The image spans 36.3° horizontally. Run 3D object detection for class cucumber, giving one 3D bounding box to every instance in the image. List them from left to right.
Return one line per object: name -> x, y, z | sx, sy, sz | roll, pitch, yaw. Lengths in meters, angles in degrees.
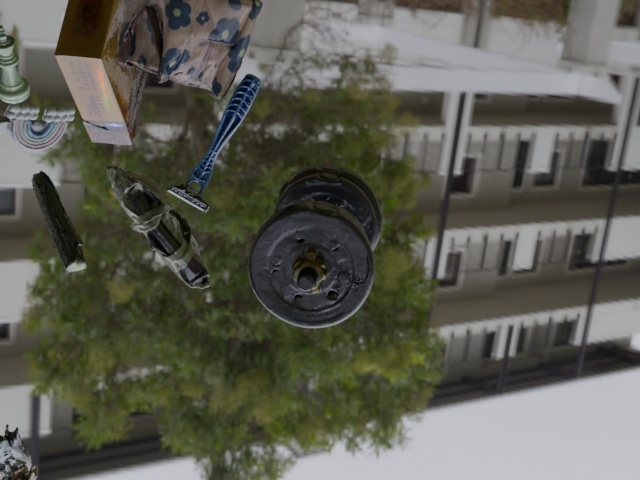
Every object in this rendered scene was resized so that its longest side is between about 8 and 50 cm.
cucumber -> -0.486, -0.044, 1.799 | 0.043, 0.044, 0.257 | -5, -133, -34

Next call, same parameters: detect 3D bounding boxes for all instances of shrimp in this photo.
shrimp -> -0.382, 0.338, 1.260 | 0.062, 0.317, 0.164 | -27, -115, -27

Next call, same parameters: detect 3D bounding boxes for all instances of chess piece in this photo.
chess piece -> -0.548, -0.315, 1.710 | 0.059, 0.149, 0.059 | 3, -134, -3

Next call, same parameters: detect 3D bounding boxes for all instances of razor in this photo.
razor -> -0.176, -0.177, 1.701 | 0.082, 0.253, 0.042 | 28, -168, -9

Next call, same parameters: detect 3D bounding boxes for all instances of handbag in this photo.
handbag -> -0.359, -0.036, 2.183 | 0.109, 0.316, 0.253 | -37, -161, -6
handbag -> -0.238, -0.365, 1.688 | 0.190, 0.193, 0.251 | 13, -170, -38

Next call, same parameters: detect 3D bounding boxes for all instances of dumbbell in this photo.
dumbbell -> 0.000, 0.000, 1.491 | 0.185, 0.185, 0.388 | 8, -163, 3

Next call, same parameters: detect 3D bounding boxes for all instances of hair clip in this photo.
hair clip -> -0.778, -0.309, 2.622 | 0.220, 0.140, 0.054 | 0, -147, -35

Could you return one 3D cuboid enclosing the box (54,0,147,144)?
box -> -0.522, -0.439, 2.379 | 0.115, 0.264, 0.415 | 5, 159, 1
